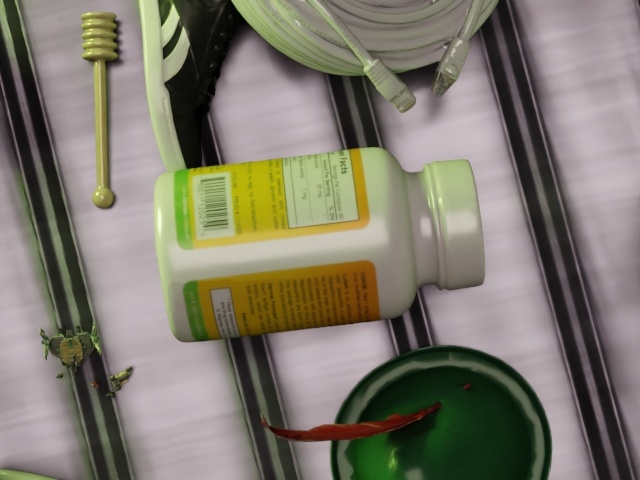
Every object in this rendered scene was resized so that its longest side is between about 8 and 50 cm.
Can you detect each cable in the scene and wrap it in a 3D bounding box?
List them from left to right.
[{"bbox_3d":[0.036,-0.258,1.213,0.257,0.089,0.257,37,75,-16],"label":"cable"}]

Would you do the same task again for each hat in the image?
[{"bbox_3d":[0.085,0.172,1.170,0.208,0.183,0.173,-20,87,0],"label":"hat"}]

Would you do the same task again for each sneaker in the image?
[{"bbox_3d":[-0.083,-0.165,1.245,0.121,0.079,0.217,-7,86,0],"label":"sneaker"}]

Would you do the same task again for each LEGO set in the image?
[{"bbox_3d":[-0.195,0.096,1.264,0.054,0.023,0.083,-38,100,1],"label":"LEGO set"}]

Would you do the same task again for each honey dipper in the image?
[{"bbox_3d":[-0.180,-0.107,1.269,0.030,0.030,0.161,-3,89,1],"label":"honey dipper"}]

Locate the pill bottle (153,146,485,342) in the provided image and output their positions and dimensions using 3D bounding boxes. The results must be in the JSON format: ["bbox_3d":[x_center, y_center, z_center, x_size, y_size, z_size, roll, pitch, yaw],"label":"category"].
[{"bbox_3d":[0.000,0.000,1.205,0.245,0.136,0.136,-7,87,0],"label":"pill bottle"}]

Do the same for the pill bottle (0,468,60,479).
[{"bbox_3d":[-0.244,0.278,1.207,0.107,0.108,0.180,13,87,2],"label":"pill bottle"}]
